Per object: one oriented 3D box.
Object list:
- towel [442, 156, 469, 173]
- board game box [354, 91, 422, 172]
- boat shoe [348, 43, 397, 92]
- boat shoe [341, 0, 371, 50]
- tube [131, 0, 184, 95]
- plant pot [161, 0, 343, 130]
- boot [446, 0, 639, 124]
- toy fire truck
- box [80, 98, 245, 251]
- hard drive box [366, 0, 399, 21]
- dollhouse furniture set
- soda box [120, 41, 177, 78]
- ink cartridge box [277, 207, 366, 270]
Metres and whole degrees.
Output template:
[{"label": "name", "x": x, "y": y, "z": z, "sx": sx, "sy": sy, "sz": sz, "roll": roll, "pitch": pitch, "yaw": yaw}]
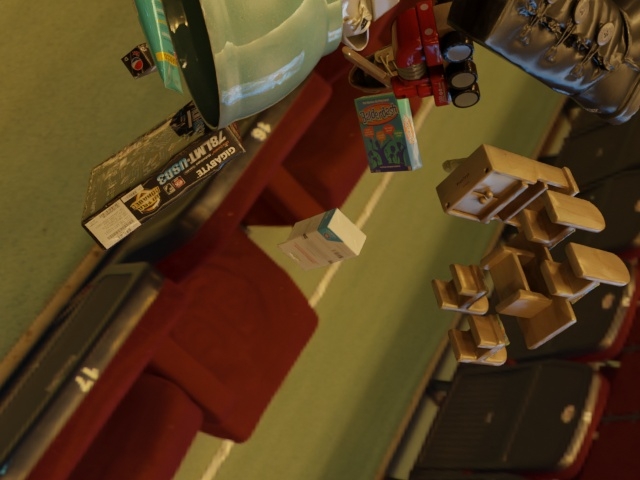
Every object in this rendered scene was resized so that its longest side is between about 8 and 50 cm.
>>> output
[{"label": "towel", "x": 0.323, "y": -0.143, "z": 1.649, "sx": 0.148, "sy": 0.110, "sz": 0.027, "roll": 3, "pitch": 89, "yaw": -23}, {"label": "board game box", "x": 0.182, "y": -0.290, "z": 2.284, "sx": 0.047, "sy": 0.160, "sz": 0.210, "roll": -24, "pitch": 106, "yaw": -38}, {"label": "boat shoe", "x": 0.182, "y": -0.404, "z": 1.986, "sx": 0.119, "sy": 0.324, "sz": 0.123, "roll": -24, "pitch": 97, "yaw": -29}, {"label": "boat shoe", "x": 0.061, "y": -0.465, "z": 1.755, "sx": 0.088, "sy": 0.267, "sz": 0.096, "roll": 41, "pitch": 82, "yaw": 9}, {"label": "tube", "x": -0.293, "y": -0.362, "z": 1.529, "sx": 0.080, "sy": 0.052, "sz": 0.207, "roll": 1, "pitch": 70, "yaw": -70}, {"label": "plant pot", "x": -0.089, "y": -0.312, "z": 1.126, "sx": 0.196, "sy": 0.293, "sz": 0.293, "roll": -17, "pitch": 102, "yaw": -14}, {"label": "boot", "x": 0.435, "y": -0.428, "z": 1.411, "sx": 0.445, "sy": 0.146, "sz": 0.367, "roll": 17, "pitch": 92, "yaw": -38}, {"label": "toy fire truck", "x": 0.161, "y": -0.348, "z": 1.597, "sx": 0.217, "sy": 0.246, "sz": 0.159, "roll": 61, "pitch": 21, "yaw": -60}, {"label": "box", "x": -0.279, "y": -0.140, "z": 1.501, "sx": 0.293, "sy": 0.295, "sz": 0.073, "roll": -33, "pitch": 115, "yaw": 4}, {"label": "hard drive box", "x": 0.079, "y": -0.637, "z": 1.907, "sx": 0.089, "sy": 0.181, "sz": 0.232, "roll": -41, "pitch": 154, "yaw": -15}, {"label": "dollhouse furniture set", "x": 0.267, "y": 0.016, "z": 1.075, "sx": 0.160, "sy": 0.212, "sz": 0.242, "roll": 11, "pitch": 50, "yaw": -34}, {"label": "soda box", "x": -0.349, "y": -0.399, "z": 1.822, "sx": 0.053, "sy": 0.060, "sz": 0.169, "roll": 57, "pitch": 32, "yaw": -8}, {"label": "ink cartridge box", "x": 0.000, "y": 0.000, "z": 1.900, "sx": 0.104, "sy": 0.180, "sz": 0.060, "roll": 43, "pitch": 53, "yaw": -26}]
